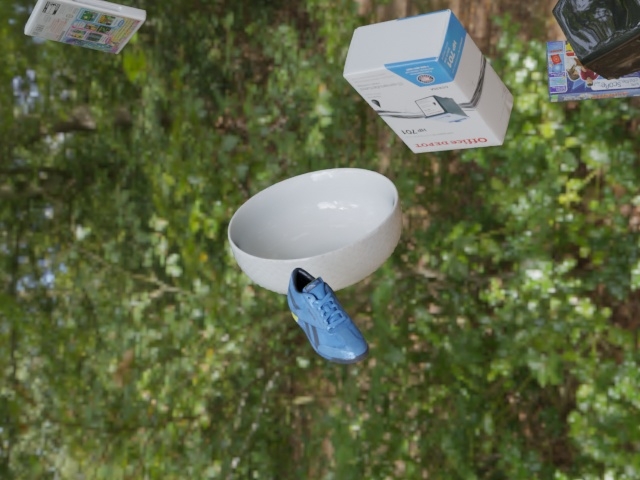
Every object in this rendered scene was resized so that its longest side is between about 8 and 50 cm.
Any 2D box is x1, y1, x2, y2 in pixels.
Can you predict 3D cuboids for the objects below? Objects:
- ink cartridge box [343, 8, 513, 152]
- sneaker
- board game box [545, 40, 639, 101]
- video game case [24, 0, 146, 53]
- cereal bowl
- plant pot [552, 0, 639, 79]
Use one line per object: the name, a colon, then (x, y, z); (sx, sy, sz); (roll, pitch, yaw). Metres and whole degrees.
ink cartridge box: (0.141, -0.197, 1.243); (0.190, 0.139, 0.082); (41, -124, -44)
sneaker: (0.004, 0.112, 1.498); (0.209, 0.069, 0.082); (45, 149, 51)
board game box: (0.608, -0.382, 2.169); (0.035, 0.201, 0.136); (60, -151, -70)
video game case: (-0.343, -0.316, 1.414); (0.157, 0.143, 0.019); (-18, 66, 62)
cereal bowl: (0.000, 0.000, 1.862); (0.339, 0.338, 0.141); (-92, -12, -59)
plant pot: (0.527, -0.393, 1.723); (0.167, 0.188, 0.188); (-36, 64, 31)
